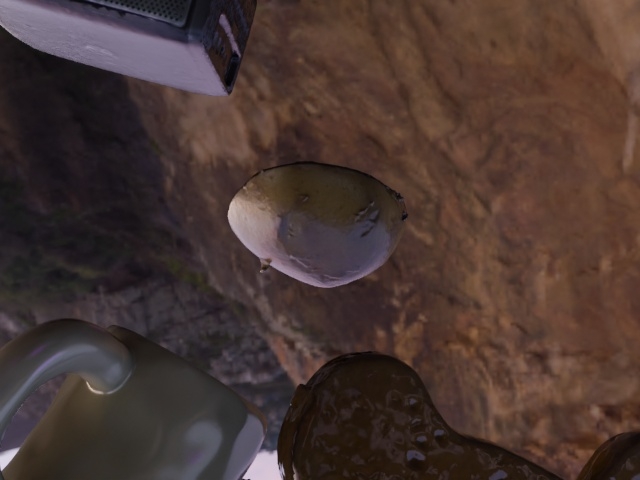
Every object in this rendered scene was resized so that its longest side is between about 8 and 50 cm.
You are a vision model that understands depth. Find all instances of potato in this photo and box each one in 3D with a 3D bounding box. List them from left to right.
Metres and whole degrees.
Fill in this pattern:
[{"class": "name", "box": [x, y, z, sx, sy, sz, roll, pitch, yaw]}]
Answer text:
[{"class": "potato", "box": [0.000, 0.000, 1.436, 0.299, 0.115, 0.239, 20, 138, -33]}]

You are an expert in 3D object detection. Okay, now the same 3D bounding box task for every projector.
[{"class": "projector", "box": [-0.321, -0.418, 1.489, 0.406, 0.241, 0.395, 16, 175, 3]}]

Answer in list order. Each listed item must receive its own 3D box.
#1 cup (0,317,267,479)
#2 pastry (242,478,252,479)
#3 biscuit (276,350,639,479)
[{"class": "cup", "box": [-0.162, 0.181, 0.714, 0.173, 0.202, 0.255, 28, 162, 12]}, {"class": "pastry", "box": [-0.056, 0.305, 1.013, 0.140, 0.080, 0.056, 21, -153, -28]}, {"class": "biscuit", "box": [0.126, 0.304, 0.742, 0.394, 0.368, 0.076, 17, 171, -13]}]
